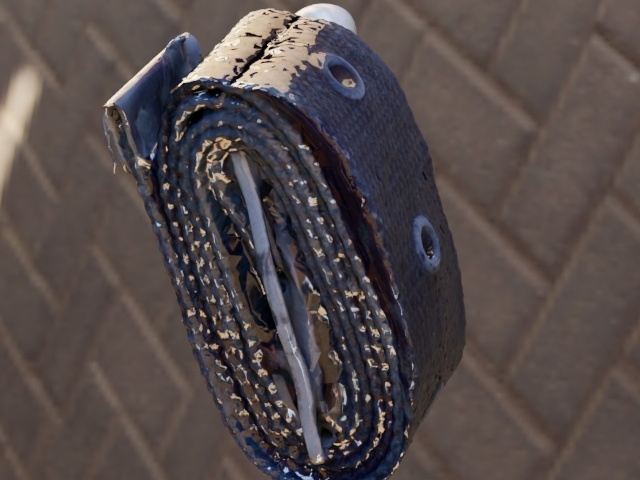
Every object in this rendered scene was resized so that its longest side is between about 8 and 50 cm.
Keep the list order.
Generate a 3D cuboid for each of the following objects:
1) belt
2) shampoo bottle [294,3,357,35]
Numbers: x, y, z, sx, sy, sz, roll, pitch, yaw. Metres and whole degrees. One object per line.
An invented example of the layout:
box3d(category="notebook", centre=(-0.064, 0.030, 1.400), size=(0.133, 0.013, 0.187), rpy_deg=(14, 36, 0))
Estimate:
box3d(category="belt", centre=(0.000, 0.001, 0.876), size=(0.122, 0.128, 0.218), rpy_deg=(-7, 112, 24))
box3d(category="shampoo bottle", centre=(0.001, -0.031, 1.162), size=(0.108, 0.051, 0.221), rpy_deg=(127, 142, -58))
